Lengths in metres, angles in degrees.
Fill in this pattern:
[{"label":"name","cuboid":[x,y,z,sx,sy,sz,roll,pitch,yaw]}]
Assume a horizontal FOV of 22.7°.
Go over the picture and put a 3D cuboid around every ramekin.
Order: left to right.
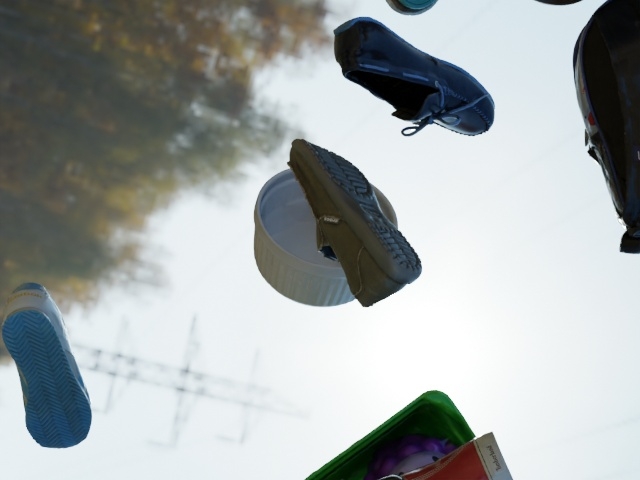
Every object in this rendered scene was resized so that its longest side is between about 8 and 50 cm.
[{"label":"ramekin","cuboid":[0.000,0.000,2.282,0.109,0.207,0.207,105,-14,-45]}]

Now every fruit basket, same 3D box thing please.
[{"label":"fruit basket","cuboid":[0.102,0.405,2.130,0.392,0.283,0.392,-34,-178,2]}]

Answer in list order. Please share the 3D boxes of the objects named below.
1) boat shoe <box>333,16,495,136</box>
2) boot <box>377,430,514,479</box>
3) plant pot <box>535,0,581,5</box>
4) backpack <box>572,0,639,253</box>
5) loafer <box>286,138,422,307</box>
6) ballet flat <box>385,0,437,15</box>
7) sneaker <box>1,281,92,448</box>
[{"label":"boat shoe","cuboid":[0.110,-0.180,1.984,0.109,0.258,0.089,-34,-137,45]},{"label":"boot","cuboid":[0.138,0.296,1.870,0.244,0.176,0.088,57,10,-71]},{"label":"plant pot","cuboid":[0.272,-0.333,1.581,0.165,0.167,0.167,-15,-118,64]},{"label":"backpack","cuboid":[0.391,-0.154,1.676,0.213,0.277,0.263,-105,175,-84]},{"label":"loafer","cuboid":[0.019,-0.021,1.799,0.087,0.094,0.251,-50,-135,19]},{"label":"ballet flat","cuboid":[0.135,-0.495,2.109,0.139,0.139,0.400,-153,-107,-71]},{"label":"sneaker","cuboid":[-0.334,0.158,1.978,0.092,0.087,0.228,-102,-177,-58]}]
